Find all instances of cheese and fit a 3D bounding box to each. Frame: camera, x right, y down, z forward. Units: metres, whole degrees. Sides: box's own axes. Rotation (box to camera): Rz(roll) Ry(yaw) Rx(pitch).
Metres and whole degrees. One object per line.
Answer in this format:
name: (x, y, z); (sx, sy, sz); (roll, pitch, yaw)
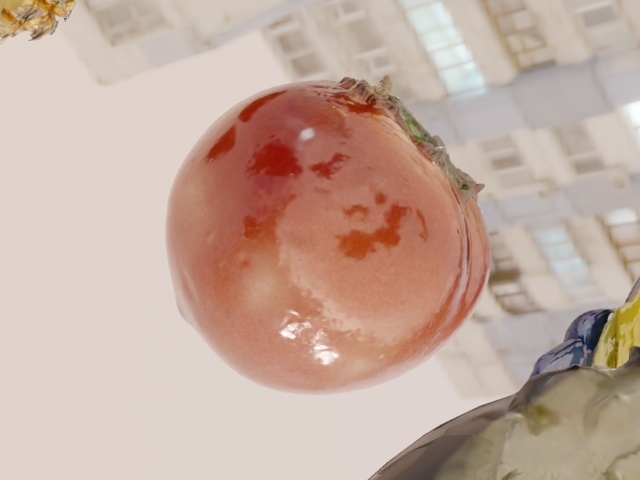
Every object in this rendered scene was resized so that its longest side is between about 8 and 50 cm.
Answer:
cheese: (0.223, 0.063, 1.072); (0.250, 0.064, 0.156); (-22, -55, -36)

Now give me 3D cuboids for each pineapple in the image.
pineapple: (-0.324, -0.269, 1.607); (0.080, 0.135, 0.233); (6, -141, -41)

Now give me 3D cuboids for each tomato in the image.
tomato: (0.000, 0.000, 1.579); (0.322, 0.322, 0.321); (10, -104, -44)

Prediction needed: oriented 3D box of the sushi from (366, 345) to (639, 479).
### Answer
sushi: (0.136, 0.236, 0.673); (0.329, 0.285, 0.327); (6, -111, -3)
